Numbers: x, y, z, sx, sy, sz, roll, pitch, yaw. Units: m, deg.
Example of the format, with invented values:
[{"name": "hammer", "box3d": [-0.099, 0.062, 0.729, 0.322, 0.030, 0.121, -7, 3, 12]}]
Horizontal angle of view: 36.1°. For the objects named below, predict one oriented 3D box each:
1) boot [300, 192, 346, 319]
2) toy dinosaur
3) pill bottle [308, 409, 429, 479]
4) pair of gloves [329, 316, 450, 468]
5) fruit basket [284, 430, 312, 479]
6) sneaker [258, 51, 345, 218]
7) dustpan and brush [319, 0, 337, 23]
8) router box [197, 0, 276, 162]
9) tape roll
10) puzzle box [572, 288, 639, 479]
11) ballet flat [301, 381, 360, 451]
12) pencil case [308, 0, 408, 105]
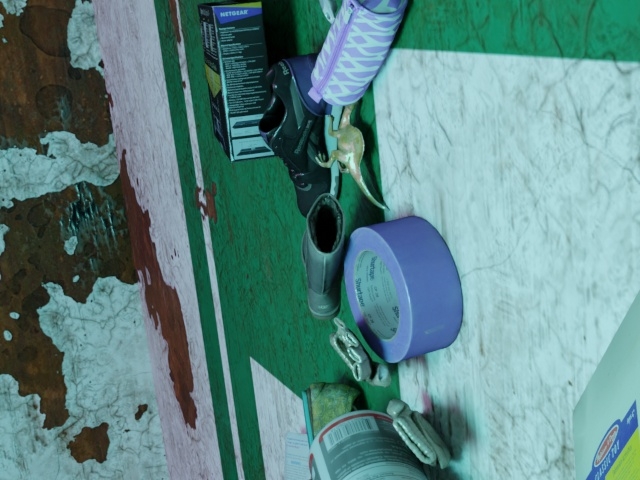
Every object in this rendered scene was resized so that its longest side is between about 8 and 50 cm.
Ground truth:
[{"name": "boot", "box3d": [0.002, -0.001, 1.465, 0.209, 0.076, 0.190, 80, 180, -54]}, {"name": "toy dinosaur", "box3d": [0.040, -0.123, 1.422, 0.092, 0.053, 0.183, -13, 89, 57]}, {"name": "pill bottle", "box3d": [0.085, 0.380, 1.377, 0.283, 0.161, 0.161, -115, 21, -62]}, {"name": "pair of gloves", "box3d": [0.099, 0.217, 1.372, 0.240, 0.042, 0.204, 52, 180, 21]}, {"name": "fruit basket", "box3d": [0.020, 0.530, 1.742, 0.327, 0.165, 0.353, -11, 70, 60]}, {"name": "sneaker", "box3d": [-0.042, -0.155, 1.510, 0.107, 0.124, 0.283, -130, 35, -48]}, {"name": "dustpan and brush", "box3d": [0.001, -0.383, 1.373, 0.211, 0.060, 0.147, 65, 154, 26]}, {"name": "router box", "box3d": [-0.143, -0.277, 1.648, 0.309, 0.081, 0.243, -127, 30, -72]}, {"name": "tape roll", "box3d": [0.109, 0.066, 1.338, 0.189, 0.080, 0.189, 167, 90, -68]}, {"name": "puzzle box", "box3d": [0.298, 0.136, 0.804, 0.272, 0.052, 0.409, -78, 0, -45]}, {"name": "ballet flat", "box3d": [0.034, 0.398, 1.578, 0.123, 0.123, 0.349, 133, 137, -63]}, {"name": "pencil case", "box3d": [0.047, -0.264, 1.294, 0.086, 0.088, 0.206, 42, 149, 11]}]
